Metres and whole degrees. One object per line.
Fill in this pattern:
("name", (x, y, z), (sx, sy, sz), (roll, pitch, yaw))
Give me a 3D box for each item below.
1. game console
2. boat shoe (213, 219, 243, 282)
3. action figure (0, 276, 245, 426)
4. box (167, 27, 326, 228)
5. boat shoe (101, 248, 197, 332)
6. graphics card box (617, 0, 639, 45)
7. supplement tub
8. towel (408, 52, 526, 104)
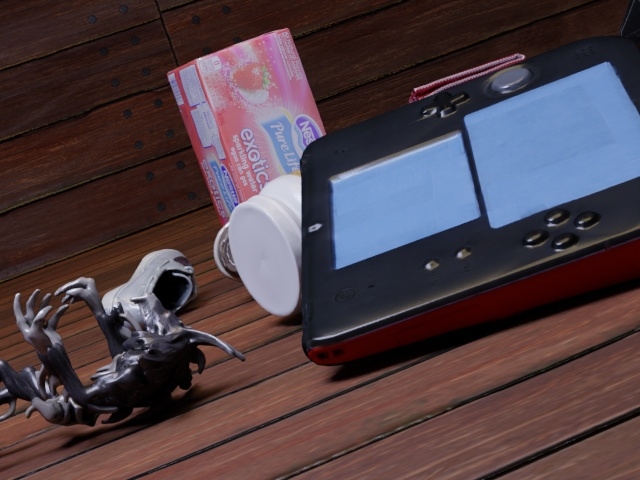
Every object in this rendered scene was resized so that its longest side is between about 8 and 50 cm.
("game console", (0.142, -0.051, 1.270), (0.342, 0.060, 0.386), (-16, 27, 8))
("boat shoe", (0.031, -0.023, 1.729), (0.324, 0.117, 0.097), (-14, 3, -3))
("action figure", (-0.213, 0.102, 1.268), (0.275, 0.141, 0.164), (-20, -5, 5))
("box", (-0.076, -0.116, 1.976), (0.142, 0.300, 0.154), (-22, 6, -19))
("boat shoe", (-0.197, 0.067, 1.857), (0.081, 0.079, 0.227), (-8, 15, 19))
("graphics card box", (0.600, -0.323, 2.171), (0.232, 0.094, 0.371), (23, 23, 19))
("supplement tub", (0.021, -0.014, 1.510), (0.199, 0.144, 0.144), (-23, 7, -31))
("towel", (0.202, -0.172, 2.267), (0.198, 0.031, 0.275), (-21, -25, -21))
